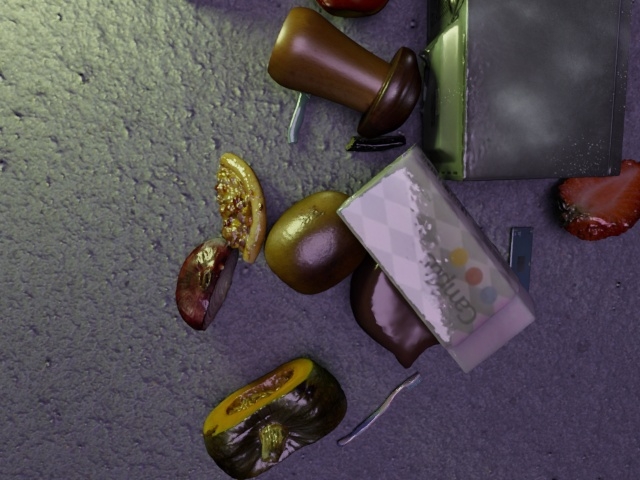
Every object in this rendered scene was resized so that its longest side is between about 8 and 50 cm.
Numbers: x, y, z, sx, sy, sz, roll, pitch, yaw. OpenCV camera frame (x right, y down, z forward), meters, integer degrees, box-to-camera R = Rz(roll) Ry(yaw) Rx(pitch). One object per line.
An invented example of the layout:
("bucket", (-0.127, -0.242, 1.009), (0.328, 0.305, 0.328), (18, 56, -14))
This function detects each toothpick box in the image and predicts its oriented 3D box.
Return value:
("toothpick box", (0.054, -0.329, 0.920), (0.294, 0.192, 0.192), (24, 96, -8))

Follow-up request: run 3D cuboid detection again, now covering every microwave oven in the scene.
("microwave oven", (0.384, -0.340, 0.924), (0.375, 0.236, 0.431), (-2, 99, -5))

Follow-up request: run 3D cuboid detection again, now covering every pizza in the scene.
("pizza", (-0.168, -0.072, 0.966), (0.127, 0.058, 0.246), (-10, 80, 38))

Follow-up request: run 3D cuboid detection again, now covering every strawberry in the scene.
("strawberry", (0.639, -0.079, 1.062), (0.236, 0.106, 0.175), (-9, 63, -4))

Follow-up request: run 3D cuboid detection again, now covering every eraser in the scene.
("eraser", (0.228, 0.032, 0.879), (0.213, 0.082, 0.397), (-39, 95, -1))

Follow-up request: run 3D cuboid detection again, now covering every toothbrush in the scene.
("toothbrush", (0.144, 0.416, 1.132), (0.269, 0.021, 0.027), (-42, 94, 3))

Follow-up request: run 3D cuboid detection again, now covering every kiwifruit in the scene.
("kiwifruit", (0.000, 0.000, 0.971), (0.234, 0.196, 0.196), (-41, 100, 5))

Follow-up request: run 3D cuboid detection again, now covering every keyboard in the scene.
("keyboard", (0.476, 0.056, 1.106), (0.055, 0.014, 0.176), (-1, 99, -5))

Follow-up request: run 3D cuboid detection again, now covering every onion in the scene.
("onion", (-0.256, 0.085, 0.991), (0.098, 0.151, 0.205), (20, 80, 7))

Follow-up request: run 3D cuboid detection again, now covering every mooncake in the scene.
("mooncake", (0.245, 0.116, 1.012), (0.334, 0.174, 0.326), (44, 88, -8))

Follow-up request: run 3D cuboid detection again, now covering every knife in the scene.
("knife", (-0.034, -0.312, 1.006), (0.028, 0.015, 0.210), (17, 96, -2))

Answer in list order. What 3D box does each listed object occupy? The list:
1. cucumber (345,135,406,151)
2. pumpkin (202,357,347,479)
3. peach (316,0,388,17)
("cucumber", (0.123, -0.213, 1.026), (0.135, 0.033, 0.034), (0, 137, -5))
("pumpkin", (-0.100, 0.388, 1.006), (0.317, 0.222, 0.139), (-26, 99, -1))
("peach", (0.063, -0.556, 0.890), (0.196, 0.190, 0.226), (5, 104, 9))
